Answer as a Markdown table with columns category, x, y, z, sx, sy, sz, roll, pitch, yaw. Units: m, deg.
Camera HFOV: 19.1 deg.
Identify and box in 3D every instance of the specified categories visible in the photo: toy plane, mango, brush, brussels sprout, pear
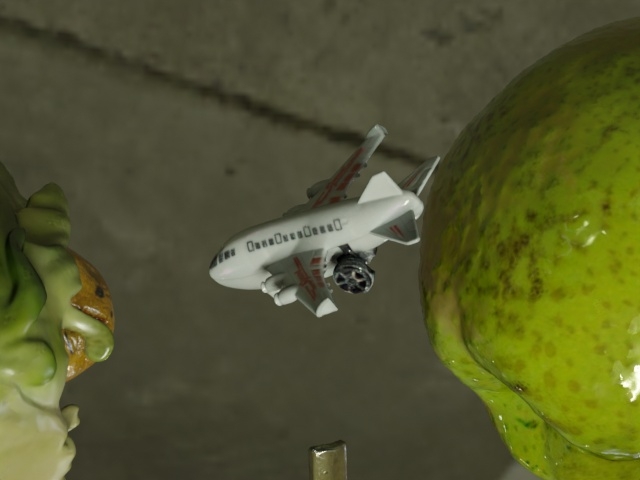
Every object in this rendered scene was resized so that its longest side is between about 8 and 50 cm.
| category | x | y | z | sx | sy | sz | roll | pitch | yaw |
| --- | --- | --- | --- | --- | --- | --- | --- | --- | --- |
| toy plane | 0.000 | 0.000 | 1.212 | 0.171 | 0.162 | 0.065 | -28 | 121 | 37 |
| mango | -0.342 | 0.078 | 2.143 | 0.120 | 0.177 | 0.295 | 5 | 175 | 32 |
| brush | 0.016 | 0.321 | 1.988 | 0.043 | 0.036 | 0.248 | -15 | 119 | -26 |
| brussels sprout | -0.340 | 0.073 | 1.421 | 0.315 | 0.371 | 0.275 | -7 | 128 | -34 |
| pear | 0.251 | 0.019 | 1.494 | 0.391 | 0.391 | 0.391 | 0 | 145 | 0 |
